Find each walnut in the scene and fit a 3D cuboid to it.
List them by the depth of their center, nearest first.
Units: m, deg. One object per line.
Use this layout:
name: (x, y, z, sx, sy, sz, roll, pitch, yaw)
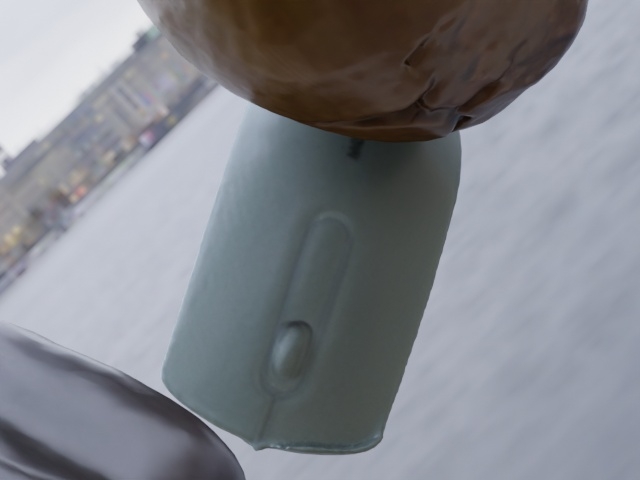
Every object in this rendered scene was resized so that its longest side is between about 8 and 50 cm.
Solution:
walnut: (0.032, -0.144, 0.879, 0.203, 0.203, 0.298, -41, -28, 26)

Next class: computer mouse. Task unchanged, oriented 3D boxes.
computer mouse: (0.000, 0.000, 0.971, 0.079, 0.128, 0.231, 115, 170, -71)

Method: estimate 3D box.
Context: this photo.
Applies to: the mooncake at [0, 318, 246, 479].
mooncake: (-0.132, 0.183, 0.672, 0.306, 0.154, 0.306, 19, -90, -78)
